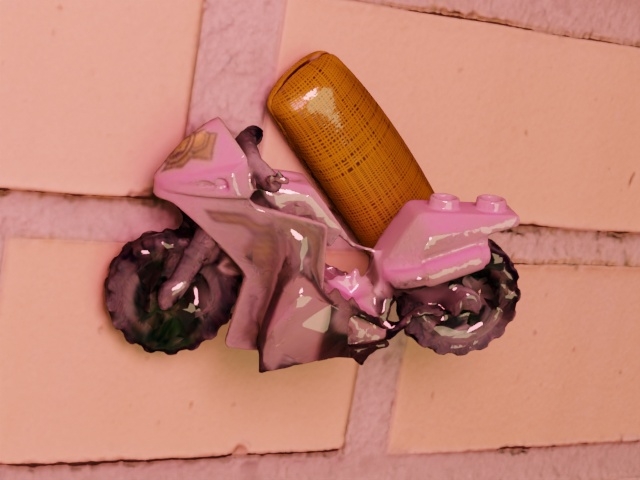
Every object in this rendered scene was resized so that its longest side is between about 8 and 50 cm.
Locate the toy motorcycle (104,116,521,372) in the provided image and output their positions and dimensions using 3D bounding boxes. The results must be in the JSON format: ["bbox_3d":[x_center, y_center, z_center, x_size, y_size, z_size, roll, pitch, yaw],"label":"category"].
[{"bbox_3d":[0.000,0.000,1.432,0.327,0.143,0.188,1,109,-11],"label":"toy motorcycle"}]

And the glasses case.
[{"bbox_3d":[0.039,-0.055,1.523,0.079,0.064,0.234,-43,125,-11],"label":"glasses case"}]
